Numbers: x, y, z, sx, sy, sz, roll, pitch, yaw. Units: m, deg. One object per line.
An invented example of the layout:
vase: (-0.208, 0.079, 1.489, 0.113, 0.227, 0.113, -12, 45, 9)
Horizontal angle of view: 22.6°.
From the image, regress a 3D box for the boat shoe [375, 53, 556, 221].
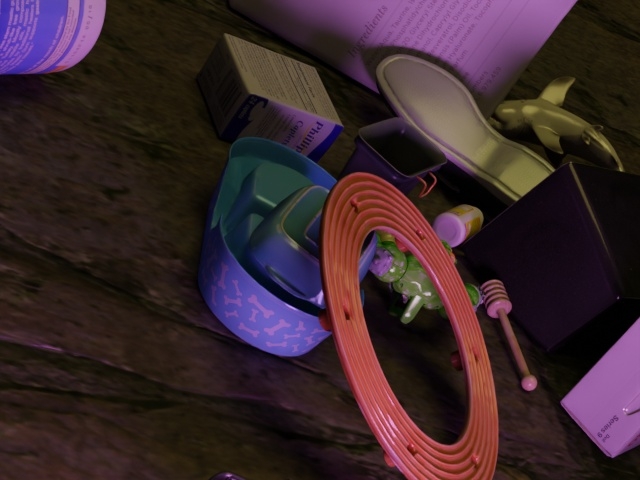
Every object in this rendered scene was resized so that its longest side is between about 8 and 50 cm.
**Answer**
boat shoe: (0.181, -0.118, 2.086, 0.114, 0.091, 0.302, -36, 74, -29)

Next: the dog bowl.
dog bowl: (-0.044, 0.007, 1.632, 0.166, 0.074, 0.297, 29, 27, -16)

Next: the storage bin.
storage bin: (0.078, -0.075, 1.888, 0.098, 0.091, 0.135, 43, 28, 12)

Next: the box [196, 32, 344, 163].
box: (-0.060, -0.163, 1.882, 0.137, 0.072, 0.126, 17, 33, -33)

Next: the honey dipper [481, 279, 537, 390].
honey dipper: (0.217, 0.111, 1.834, 0.030, 0.030, 0.160, 20, 36, -31)

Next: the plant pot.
plant pot: (0.317, 0.035, 1.920, 0.188, 0.187, 0.167, 5, 54, -46)

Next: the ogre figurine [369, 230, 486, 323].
ogre figurine: (0.104, 0.036, 1.748, 0.197, 0.097, 0.118, 51, 5, -22)

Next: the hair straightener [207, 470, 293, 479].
hair straightener: (-0.004, 0.230, 1.355, 0.230, 0.047, 0.089, 18, 33, -33)

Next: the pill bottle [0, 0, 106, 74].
pill bottle: (-0.351, -0.236, 1.565, 0.152, 0.152, 0.272, 47, 28, 19)

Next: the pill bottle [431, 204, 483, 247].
pill bottle: (0.170, -0.020, 1.962, 0.043, 0.043, 0.083, 44, 27, 13)

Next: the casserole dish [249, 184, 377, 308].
casserole dish: (0.000, 0.000, 1.575, 0.114, 0.037, 0.188, 37, 28, 1)

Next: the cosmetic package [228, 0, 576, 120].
cosmetic package: (0.128, -0.412, 2.221, 0.394, 0.327, 0.329, 28, 28, -14)

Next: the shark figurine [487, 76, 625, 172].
shark figurine: (0.362, -0.119, 2.298, 0.278, 0.116, 0.166, 38, 59, 20)

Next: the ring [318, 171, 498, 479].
ring: (0.082, 0.095, 1.543, 0.336, 0.032, 0.336, 44, 34, -41)

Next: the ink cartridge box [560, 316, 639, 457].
ink cartridge box: (0.392, 0.150, 1.835, 0.093, 0.154, 0.212, 47, 29, 19)
